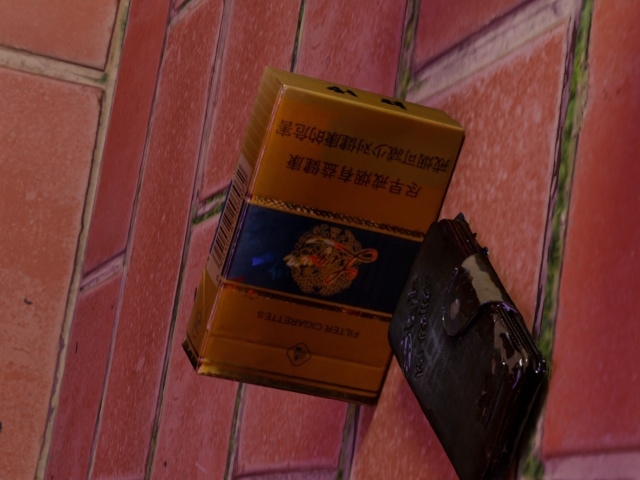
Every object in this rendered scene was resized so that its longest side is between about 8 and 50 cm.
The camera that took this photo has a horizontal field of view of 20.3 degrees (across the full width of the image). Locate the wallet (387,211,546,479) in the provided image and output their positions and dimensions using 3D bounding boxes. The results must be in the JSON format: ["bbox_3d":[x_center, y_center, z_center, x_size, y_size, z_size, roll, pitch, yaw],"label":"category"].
[{"bbox_3d":[0.095,0.076,1.227,0.232,0.031,0.122,-113,37,-63],"label":"wallet"}]

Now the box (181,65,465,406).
[{"bbox_3d":[0.000,0.000,1.373,0.070,0.152,0.237,-123,47,-65],"label":"box"}]
